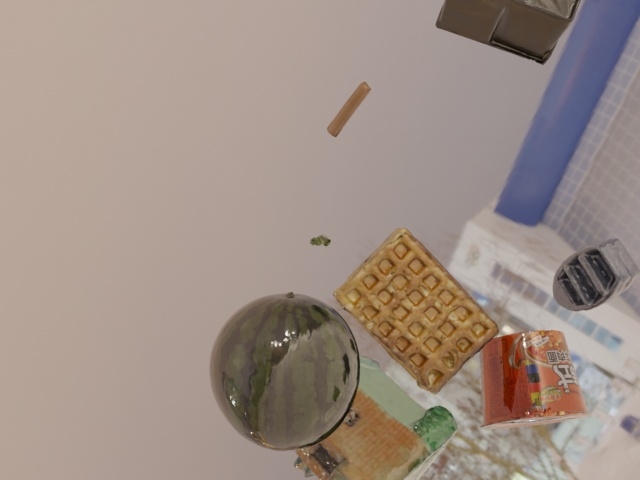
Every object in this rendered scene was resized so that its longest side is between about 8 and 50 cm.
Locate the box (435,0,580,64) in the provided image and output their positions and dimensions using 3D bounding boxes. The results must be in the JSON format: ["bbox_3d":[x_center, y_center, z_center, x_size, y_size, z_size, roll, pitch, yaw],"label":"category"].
[{"bbox_3d":[0.418,-0.581,1.676,0.204,0.251,0.345,83,-152,-81],"label":"box"}]

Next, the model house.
[{"bbox_3d":[0.015,0.295,1.357,0.267,0.325,0.194,-25,-27,-46],"label":"model house"}]

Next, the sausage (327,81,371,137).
[{"bbox_3d":[0.052,-0.236,1.488,0.116,0.026,0.026,-51,-17,27],"label":"sausage"}]

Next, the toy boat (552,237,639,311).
[{"bbox_3d":[0.597,0.085,1.832,0.078,0.127,0.283,-27,-14,-16],"label":"toy boat"}]

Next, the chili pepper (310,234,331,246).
[{"bbox_3d":[0.000,0.000,1.820,0.022,0.083,0.027,7,-93,-25],"label":"chili pepper"}]

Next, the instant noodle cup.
[{"bbox_3d":[0.473,0.319,1.886,0.250,0.250,0.192,44,-143,-68],"label":"instant noodle cup"}]

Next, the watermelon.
[{"bbox_3d":[-0.048,0.173,1.111,0.212,0.212,0.212,-45,-24,-27],"label":"watermelon"}]

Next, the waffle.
[{"bbox_3d":[0.200,0.151,1.731,0.213,0.308,0.091,-44,4,-1],"label":"waffle"}]
